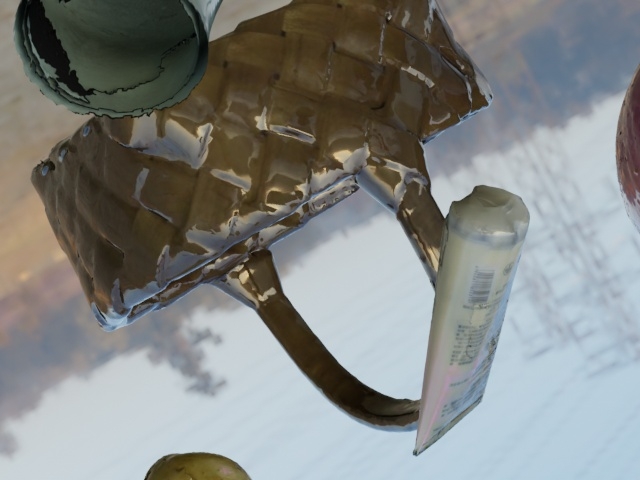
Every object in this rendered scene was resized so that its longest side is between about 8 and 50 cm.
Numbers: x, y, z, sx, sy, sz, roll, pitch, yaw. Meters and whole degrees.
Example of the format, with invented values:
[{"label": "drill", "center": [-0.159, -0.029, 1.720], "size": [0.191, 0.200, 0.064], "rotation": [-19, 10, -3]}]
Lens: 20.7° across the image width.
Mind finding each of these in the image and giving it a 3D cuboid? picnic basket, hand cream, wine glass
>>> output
[{"label": "picnic basket", "center": [0.000, 0.000, 1.256], "size": [0.337, 0.337, 0.293], "rotation": [-31, 179, -29]}, {"label": "hand cream", "center": [0.072, 0.038, 0.855], "size": [0.039, 0.143, 0.061], "rotation": [27, -142, 25]}, {"label": "wine glass", "center": [-0.069, -0.131, 0.675], "size": [0.079, 0.079, 0.195], "rotation": [-26, -144, 23]}]

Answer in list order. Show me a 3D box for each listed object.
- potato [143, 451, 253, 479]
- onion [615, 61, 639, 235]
[{"label": "potato", "center": [-0.076, 0.225, 1.178], "size": [0.107, 0.170, 0.080], "rotation": [-17, 162, 33]}, {"label": "onion", "center": [0.378, -0.137, 1.336], "size": [0.358, 0.345, 0.358], "rotation": [-22, -175, 2]}]
